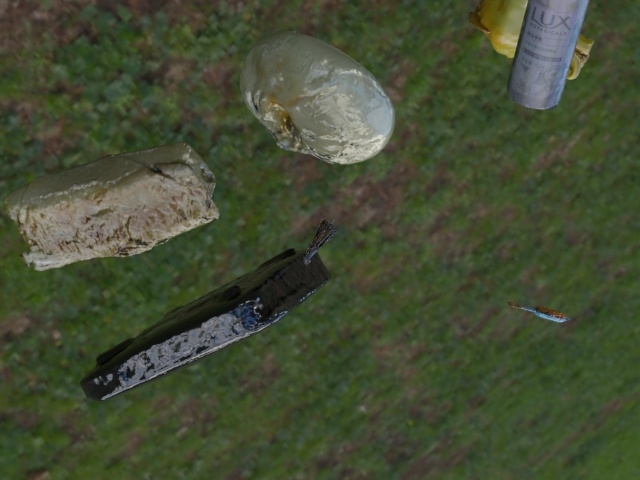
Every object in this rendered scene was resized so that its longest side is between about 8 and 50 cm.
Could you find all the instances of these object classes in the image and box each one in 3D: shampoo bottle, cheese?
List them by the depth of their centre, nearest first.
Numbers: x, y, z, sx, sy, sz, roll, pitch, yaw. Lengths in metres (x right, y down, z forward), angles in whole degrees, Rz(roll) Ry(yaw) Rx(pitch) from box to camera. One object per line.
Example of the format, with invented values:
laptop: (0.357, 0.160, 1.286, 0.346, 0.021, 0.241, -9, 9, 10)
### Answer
shampoo bottle: (0.256, -0.247, 1.248, 0.072, 0.072, 0.214, -23, 139, -31)
cheese: (0.369, 0.120, 1.925, 0.047, 0.111, 0.017, -122, -134, -82)

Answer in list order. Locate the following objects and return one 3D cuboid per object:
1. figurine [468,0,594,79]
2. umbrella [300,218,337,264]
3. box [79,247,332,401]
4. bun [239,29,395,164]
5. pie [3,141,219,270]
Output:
figurine: (0.413, -0.412, 2.245, 0.131, 0.246, 0.156, -55, 163, -40)
umbrella: (-0.002, -0.001, 1.611, 0.083, 0.020, 0.031, -51, 143, -21)
box: (-0.175, 0.131, 1.823, 0.359, 0.091, 0.350, -27, -178, 21)
bun: (-0.015, -0.221, 1.902, 0.146, 0.287, 0.287, -59, 156, -18)
pie: (-0.261, -0.040, 1.408, 0.282, 0.068, 0.129, -15, 114, 15)
